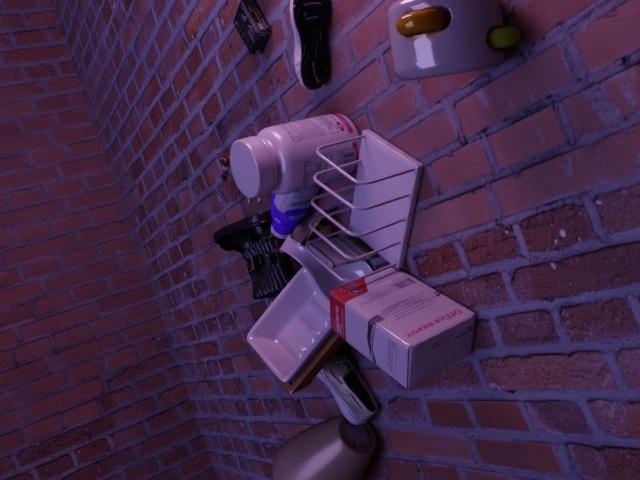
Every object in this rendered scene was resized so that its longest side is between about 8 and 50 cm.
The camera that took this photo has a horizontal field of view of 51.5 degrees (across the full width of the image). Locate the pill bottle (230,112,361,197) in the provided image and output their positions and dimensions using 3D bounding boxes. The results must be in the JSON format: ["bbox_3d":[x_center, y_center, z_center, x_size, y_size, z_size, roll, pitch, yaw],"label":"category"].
[{"bbox_3d":[-0.058,-0.198,1.560,0.160,0.283,0.160,33,132,46],"label":"pill bottle"}]

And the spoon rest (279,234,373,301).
[{"bbox_3d":[0.012,0.072,1.695,0.276,0.137,0.084,30,179,15],"label":"spoon rest"}]

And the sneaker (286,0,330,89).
[{"bbox_3d":[-0.042,-0.497,1.561,0.108,0.100,0.272,40,138,48],"label":"sneaker"}]

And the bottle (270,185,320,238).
[{"bbox_3d":[-0.073,-0.115,1.789,0.092,0.118,0.283,55,144,25],"label":"bottle"}]

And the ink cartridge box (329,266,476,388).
[{"bbox_3d":[0.178,0.182,1.472,0.273,0.197,0.114,31,133,48],"label":"ink cartridge box"}]

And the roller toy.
[{"bbox_3d":[0.211,-0.358,1.133,0.191,0.209,0.146,-143,42,-73],"label":"roller toy"}]

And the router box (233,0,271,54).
[{"bbox_3d":[-0.186,-0.581,1.799,0.122,0.038,0.092,61,148,16],"label":"router box"}]

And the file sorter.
[{"bbox_3d":[0.086,-0.075,1.507,0.193,0.173,0.278,41,137,39],"label":"file sorter"}]

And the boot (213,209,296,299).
[{"bbox_3d":[-0.208,0.061,2.087,0.348,0.131,0.260,-16,92,59],"label":"boot"}]

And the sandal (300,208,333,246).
[{"bbox_3d":[0.003,-0.005,1.795,0.079,0.088,0.240,35,152,-1],"label":"sandal"}]

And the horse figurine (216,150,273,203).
[{"bbox_3d":[-0.215,-0.198,2.025,0.263,0.066,0.174,8,119,59],"label":"horse figurine"}]

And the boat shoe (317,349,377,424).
[{"bbox_3d":[0.061,0.373,1.876,0.302,0.109,0.094,55,131,10],"label":"boat shoe"}]

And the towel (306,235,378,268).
[{"bbox_3d":[0.053,0.029,1.634,0.113,0.152,0.023,41,129,42],"label":"towel"}]

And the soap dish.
[{"bbox_3d":[-0.039,0.236,1.802,0.229,0.291,0.118,41,-177,39],"label":"soap dish"}]

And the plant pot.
[{"bbox_3d":[0.035,0.625,1.927,0.256,0.256,0.274,55,129,25],"label":"plant pot"}]
